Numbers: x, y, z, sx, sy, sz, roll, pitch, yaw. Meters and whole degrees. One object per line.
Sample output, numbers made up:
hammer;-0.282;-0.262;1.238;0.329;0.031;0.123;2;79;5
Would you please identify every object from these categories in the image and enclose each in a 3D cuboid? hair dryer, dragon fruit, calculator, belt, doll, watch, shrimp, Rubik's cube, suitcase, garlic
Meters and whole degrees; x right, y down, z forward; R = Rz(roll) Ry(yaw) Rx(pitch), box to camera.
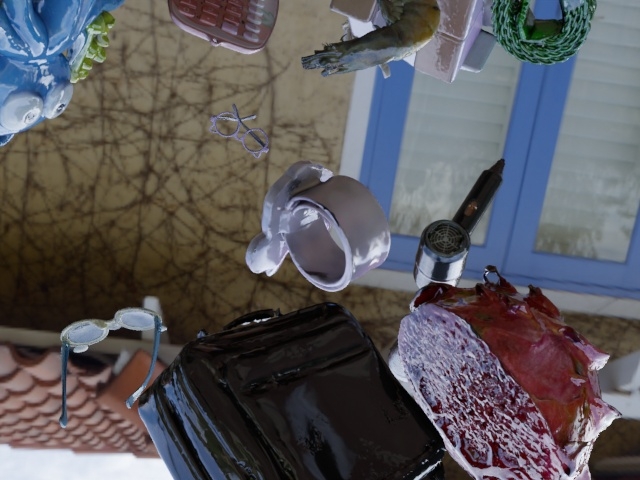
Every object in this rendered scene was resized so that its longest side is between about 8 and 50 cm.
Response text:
hair dryer;0.318;-0.062;1.574;0.107;0.352;0.189;28;158;15
dragon fruit;0.312;0.223;1.176;0.249;0.371;0.386;-28;-152;-23
calculator;-0.190;-0.479;1.433;0.220;0.048;0.330;19;-133;-17
belt;0.274;-0.296;0.892;0.121;0.151;0.079;7;-130;29
doll;-0.314;-0.228;0.840;0.099;0.341;0.346;43;-145;-3
watch;0.000;0.000;1.317;0.211;0.248;0.217;-28;-126;-35
shrimp;0.062;-0.318;1.048;0.217;0.150;0.051;-22;176;-5
Rubik's cube;0.228;-0.543;1.465;0.358;0.387;0.368;25;175;14
suitcase;-0.034;0.248;0.971;0.345;0.188;0.339;-11;-123;-49
garlic;0.147;-0.551;2.075;0.194;0.131;0.127;52;174;-2

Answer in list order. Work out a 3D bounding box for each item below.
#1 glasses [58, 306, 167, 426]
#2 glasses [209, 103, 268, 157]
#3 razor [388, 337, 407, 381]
glasses;-0.375;0.203;1.261;0.189;0.088;0.220;-14;-150;4
glasses;-0.175;-0.248;1.584;0.140;0.062;0.104;27;-161;-20
razor;0.253;0.247;1.564;0.189;0.107;0.327;11;163;0
